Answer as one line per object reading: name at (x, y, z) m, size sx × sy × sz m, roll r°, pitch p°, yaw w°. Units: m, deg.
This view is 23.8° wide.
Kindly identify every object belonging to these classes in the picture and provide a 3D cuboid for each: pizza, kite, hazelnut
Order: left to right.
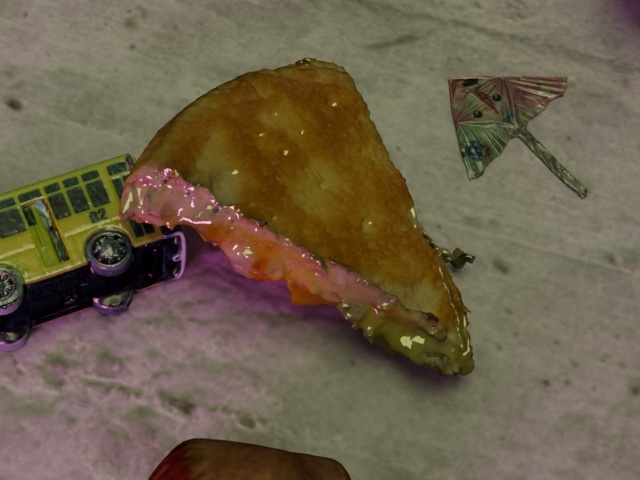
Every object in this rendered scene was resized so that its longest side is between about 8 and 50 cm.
hazelnut at (-0.047, 0.199, 0.990) m, size 0.154 × 0.143 × 0.143 m, roll 12°, pitch 59°, yaw -18°
pizza at (0.000, 0.000, 1.117) m, size 0.287 × 0.075 × 0.280 m, roll 51°, pitch 39°, yaw 10°
kite at (0.166, -0.091, 1.241) m, size 0.152 × 0.005 × 0.137 m, roll 38°, pitch 65°, yaw 14°

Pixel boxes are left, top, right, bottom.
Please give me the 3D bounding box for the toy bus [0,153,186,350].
toy bus at (-0.193, 0.007, 1.103) m, size 0.175 × 0.088 × 0.101 m, roll -20°, pitch 66°, yaw -16°
